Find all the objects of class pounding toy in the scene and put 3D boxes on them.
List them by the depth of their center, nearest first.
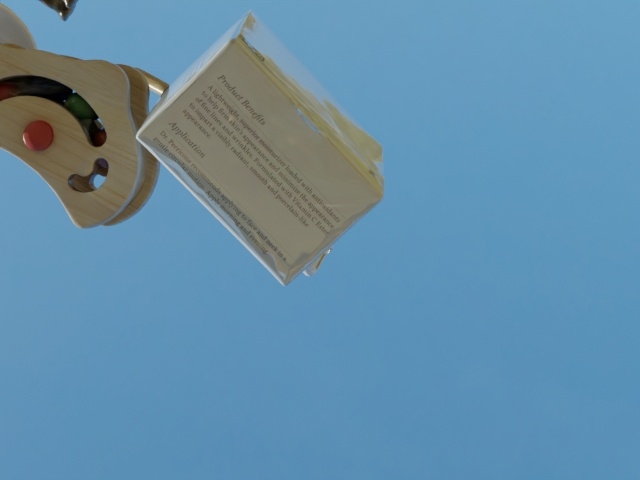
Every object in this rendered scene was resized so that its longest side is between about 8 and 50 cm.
[{"bbox_3d":[-0.222,-0.096,1.569,0.269,0.154,0.155,12,-176,10],"label":"pounding toy"}]

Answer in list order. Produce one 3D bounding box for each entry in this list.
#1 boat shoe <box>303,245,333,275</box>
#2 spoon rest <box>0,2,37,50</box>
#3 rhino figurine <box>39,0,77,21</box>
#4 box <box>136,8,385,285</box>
[{"bbox_3d":[0.000,0.000,1.920,0.035,0.035,0.100,-4,-136,31],"label":"boat shoe"},{"bbox_3d":[-0.390,-0.119,1.606,0.137,0.276,0.084,43,-179,-19],"label":"spoon rest"},{"bbox_3d":[-0.303,-0.346,1.959,0.106,0.073,0.243,35,-148,-8],"label":"rhino figurine"},{"bbox_3d":[-0.046,-0.084,1.413,0.181,0.119,0.182,46,-167,-10],"label":"box"}]
